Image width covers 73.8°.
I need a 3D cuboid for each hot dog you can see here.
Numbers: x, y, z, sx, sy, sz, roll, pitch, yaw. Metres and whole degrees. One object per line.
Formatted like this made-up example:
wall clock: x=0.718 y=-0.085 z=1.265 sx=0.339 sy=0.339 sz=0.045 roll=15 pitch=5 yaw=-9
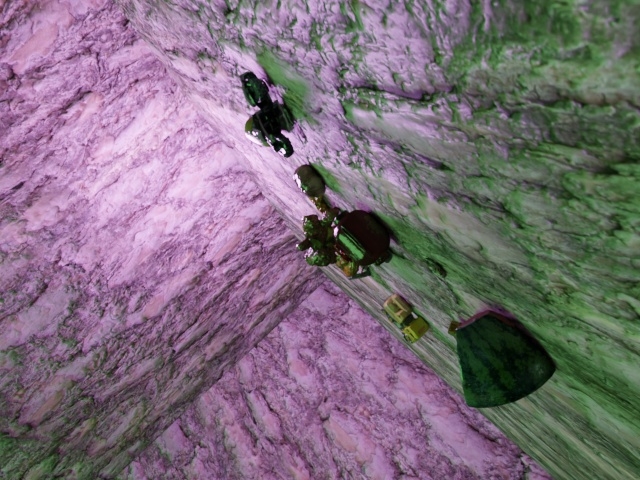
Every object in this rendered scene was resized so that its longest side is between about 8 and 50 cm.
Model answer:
hot dog: x=0.146 y=0.118 z=2.469 sx=0.196 sy=0.122 sz=0.272 roll=40 pitch=173 yaw=3
hot dog: x=0.555 y=0.365 z=1.686 sx=0.169 sy=0.078 sz=0.061 roll=52 pitch=-149 yaw=-21

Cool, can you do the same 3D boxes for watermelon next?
watermelon: x=0.497 y=0.356 z=1.329 sx=0.283 sy=0.250 sz=0.292 roll=54 pitch=169 yaw=-8

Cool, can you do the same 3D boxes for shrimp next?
shrimp: x=0.383 y=0.089 z=1.421 sx=0.092 sy=0.029 sz=0.038 roll=52 pitch=-179 yaw=12

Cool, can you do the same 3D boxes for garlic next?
garlic: x=-0.054 y=-0.249 z=1.825 sx=0.159 sy=0.102 sz=0.147 roll=53 pitch=172 yaw=-30

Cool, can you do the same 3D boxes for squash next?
squash: x=-0.228 y=-0.443 z=1.763 sx=0.186 sy=0.123 sz=0.123 roll=40 pitch=169 yaw=47

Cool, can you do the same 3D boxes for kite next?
kite: x=0.231 y=0.183 z=2.398 sx=0.245 sy=0.141 sz=0.015 roll=94 pitch=161 yaw=-69

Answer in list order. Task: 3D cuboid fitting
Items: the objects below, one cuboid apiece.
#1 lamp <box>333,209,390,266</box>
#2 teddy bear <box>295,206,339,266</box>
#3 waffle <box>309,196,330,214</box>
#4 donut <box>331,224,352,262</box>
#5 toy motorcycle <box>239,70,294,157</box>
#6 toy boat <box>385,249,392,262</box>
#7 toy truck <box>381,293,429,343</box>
lamp: x=0.152 y=-0.012 z=1.611 sx=0.258 sy=0.180 sz=0.180 roll=45 pitch=172 yaw=11
teddy bear: x=0.002 y=-0.001 z=2.034 sx=0.296 sy=0.246 sz=0.223 roll=123 pitch=130 yaw=-70
waffle: x=0.000 y=-0.176 z=2.077 sx=0.194 sy=0.051 sz=0.149 roll=52 pitch=172 yaw=-27
donut: x=0.114 y=0.015 z=2.246 sx=0.235 sy=0.089 sz=0.235 roll=47 pitch=171 yaw=10
toy motorcycle: x=-0.201 y=-0.447 z=1.526 sx=0.188 sy=0.143 sz=0.327 roll=38 pitch=160 yaw=50
toy boat: x=0.206 y=0.028 z=1.839 sx=0.078 sy=0.085 sz=0.260 roll=53 pitch=171 yaw=-37
toy truck: x=0.449 y=0.403 z=2.253 sx=0.272 sy=0.124 sz=0.157 roll=49 pitch=162 yaw=12
